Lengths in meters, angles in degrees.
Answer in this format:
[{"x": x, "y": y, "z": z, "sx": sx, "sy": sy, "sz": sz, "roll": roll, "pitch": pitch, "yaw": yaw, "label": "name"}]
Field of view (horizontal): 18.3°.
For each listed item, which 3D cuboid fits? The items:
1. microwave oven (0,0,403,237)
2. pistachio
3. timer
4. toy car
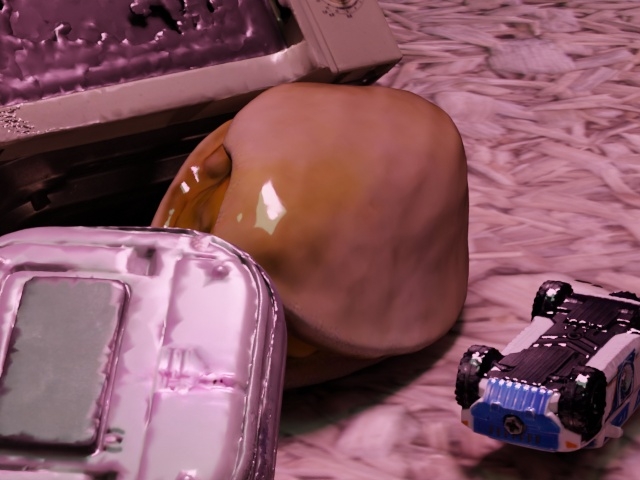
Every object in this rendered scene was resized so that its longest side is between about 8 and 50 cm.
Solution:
[{"x": -0.166, "y": -0.117, "z": 1.407, "sx": 0.355, "sy": 0.218, "sz": 0.286, "roll": -16, "pitch": -15, "yaw": -37, "label": "microwave oven"}, {"x": 0.000, "y": 0.000, "z": 1.274, "sx": 0.166, "sy": 0.197, "sz": 0.288, "roll": -41, "pitch": 4, "yaw": 41, "label": "pistachio"}, {"x": -0.116, "y": 0.082, "z": 1.034, "sx": 0.191, "sy": 0.069, "sz": 0.208, "roll": 1, "pitch": 54, "yaw": 4, "label": "timer"}, {"x": 0.147, "y": 0.076, "z": 1.153, "sx": 0.080, "sy": 0.070, "sz": 0.171, "roll": 9, "pitch": 24, "yaw": 28, "label": "toy car"}]
